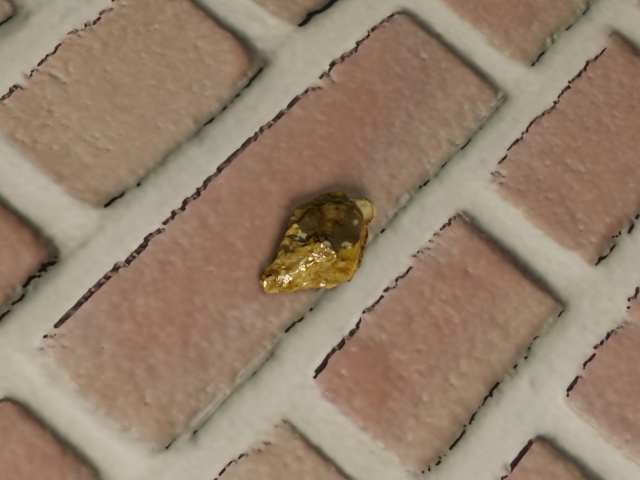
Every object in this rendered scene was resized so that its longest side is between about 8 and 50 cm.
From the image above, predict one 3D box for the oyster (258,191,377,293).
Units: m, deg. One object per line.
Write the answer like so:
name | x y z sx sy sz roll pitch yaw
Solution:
oyster | 0.002 0.002 1.104 0.051 0.034 0.093 25 59 4
